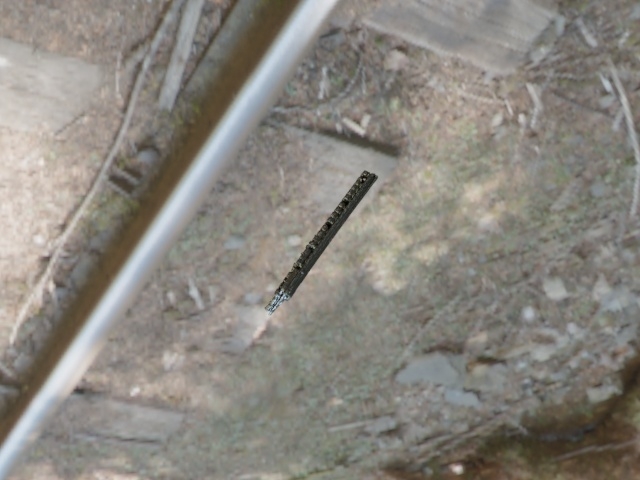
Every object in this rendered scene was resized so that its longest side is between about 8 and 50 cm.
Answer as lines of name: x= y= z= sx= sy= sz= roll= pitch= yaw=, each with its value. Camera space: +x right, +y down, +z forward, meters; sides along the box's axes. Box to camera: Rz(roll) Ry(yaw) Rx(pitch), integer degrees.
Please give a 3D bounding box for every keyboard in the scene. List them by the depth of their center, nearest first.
keyboard: x=-0.001 y=0.000 z=1.292 sx=0.023 sy=0.231 sz=0.072 roll=38 pitch=146 yaw=-3
